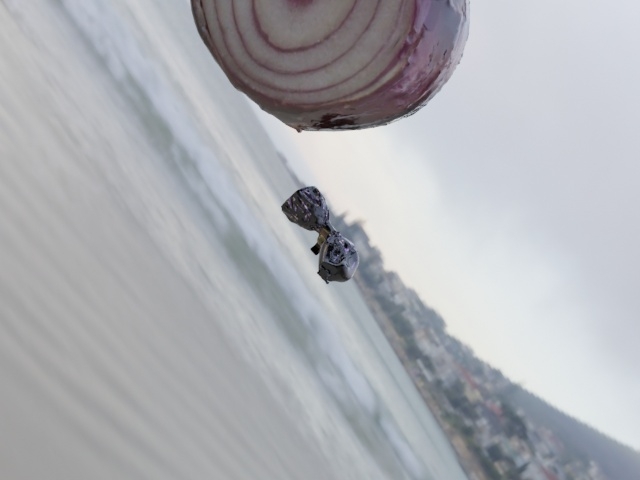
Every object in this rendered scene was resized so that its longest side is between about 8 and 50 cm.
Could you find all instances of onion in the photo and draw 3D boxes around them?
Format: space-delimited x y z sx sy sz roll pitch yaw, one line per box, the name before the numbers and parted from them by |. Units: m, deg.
onion | 0.026 -0.266 1.126 0.336 0.282 0.260 34 14 23

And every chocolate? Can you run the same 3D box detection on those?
chocolate | 0.003 -0.001 1.315 0.147 0.072 0.070 65 -25 24
